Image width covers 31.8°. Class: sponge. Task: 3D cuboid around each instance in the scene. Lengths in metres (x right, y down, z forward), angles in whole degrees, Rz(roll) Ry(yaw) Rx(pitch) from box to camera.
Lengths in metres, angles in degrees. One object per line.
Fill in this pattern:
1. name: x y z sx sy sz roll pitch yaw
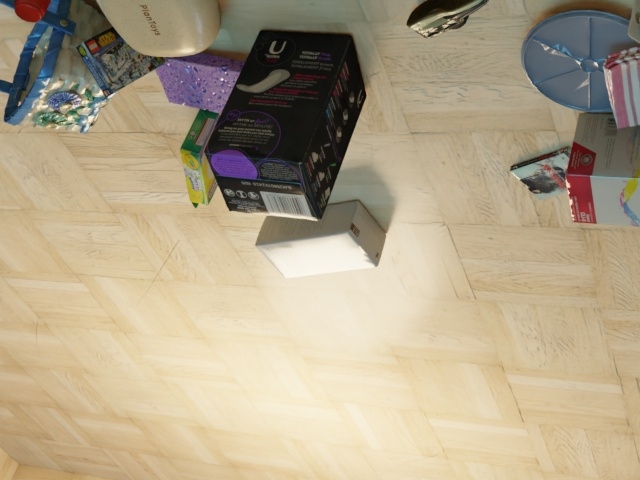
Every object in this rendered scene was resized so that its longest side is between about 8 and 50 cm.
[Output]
1. sponge: -0.184 -0.265 1.907 0.210 0.031 0.117 14 146 23

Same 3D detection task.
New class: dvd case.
1. dvd case: 0.387 -0.110 1.867 0.119 0.013 0.087 -19 131 44

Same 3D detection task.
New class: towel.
1. towel: 0.504 -0.224 1.574 0.197 0.029 0.144 -12 141 16

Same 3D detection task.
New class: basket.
1. basket: -0.478 -0.308 1.868 0.289 0.201 0.255 22 150 -21

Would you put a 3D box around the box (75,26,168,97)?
1. box: -0.321 -0.303 1.828 0.027 0.137 0.094 -17 107 45

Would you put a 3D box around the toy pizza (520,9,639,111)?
1. toy pizza: 0.391 -0.262 1.621 0.201 0.032 0.201 14 147 9

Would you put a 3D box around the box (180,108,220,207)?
1. box: -0.212 -0.144 2.057 0.043 0.105 0.179 15 148 9

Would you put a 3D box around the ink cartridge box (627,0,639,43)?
1. ink cartridge box: 0.483 -0.290 1.475 0.143 0.092 0.090 4 145 26

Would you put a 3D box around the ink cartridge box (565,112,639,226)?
1. ink cartridge box: 0.478 -0.105 1.716 0.176 0.128 0.127 5 145 23

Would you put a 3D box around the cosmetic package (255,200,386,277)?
1. cosmetic package: 0.000 0.000 2.178 0.231 0.085 0.117 -8 138 34

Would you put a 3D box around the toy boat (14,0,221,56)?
1. toy boat: -0.312 -0.402 1.719 0.318 0.148 0.267 4 150 11

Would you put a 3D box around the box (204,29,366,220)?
1. box: -0.048 -0.183 1.754 0.165 0.270 0.143 8 146 20

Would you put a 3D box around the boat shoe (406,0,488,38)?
1. boat shoe: 0.191 -0.330 1.615 0.049 0.056 0.152 34 155 -30
